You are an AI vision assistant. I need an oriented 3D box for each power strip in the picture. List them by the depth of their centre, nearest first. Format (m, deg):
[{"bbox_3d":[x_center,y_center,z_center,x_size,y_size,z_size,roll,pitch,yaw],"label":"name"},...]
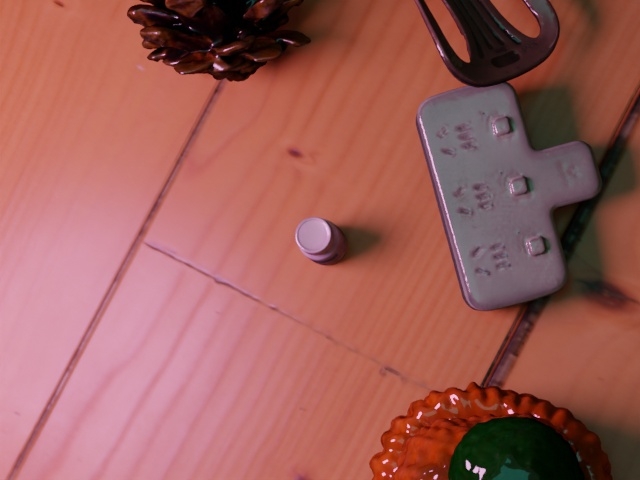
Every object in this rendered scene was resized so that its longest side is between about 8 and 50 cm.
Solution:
[{"bbox_3d":[0.233,-0.062,1.894,0.193,0.059,0.265,-15,86,-3],"label":"power strip"}]

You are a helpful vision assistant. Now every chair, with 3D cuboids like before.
[{"bbox_3d":[0.160,-0.363,1.872,0.175,0.183,0.326,-24,65,-26],"label":"chair"}]

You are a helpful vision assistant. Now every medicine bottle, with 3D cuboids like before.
[{"bbox_3d":[0.000,0.000,1.932,0.052,0.089,0.052,-2,81,11],"label":"medicine bottle"}]

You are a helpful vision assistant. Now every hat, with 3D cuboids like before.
[{"bbox_3d":[0.168,0.289,1.700,0.285,0.400,0.285,-1,85,13],"label":"hat"}]

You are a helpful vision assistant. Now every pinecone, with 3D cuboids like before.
[{"bbox_3d":[-0.130,-0.296,1.946,0.229,0.202,0.201,4,91,32],"label":"pinecone"}]
